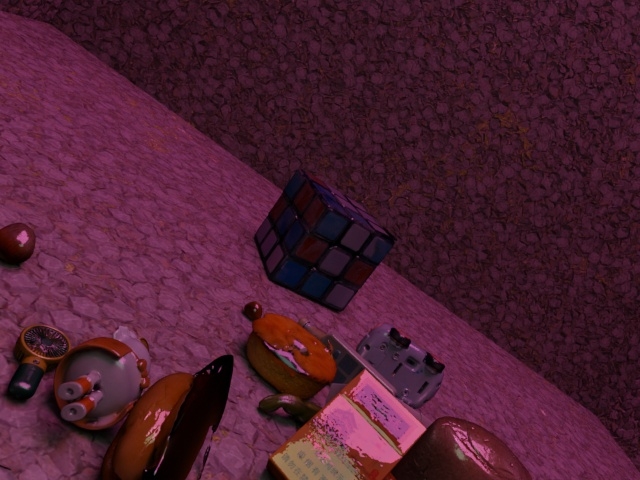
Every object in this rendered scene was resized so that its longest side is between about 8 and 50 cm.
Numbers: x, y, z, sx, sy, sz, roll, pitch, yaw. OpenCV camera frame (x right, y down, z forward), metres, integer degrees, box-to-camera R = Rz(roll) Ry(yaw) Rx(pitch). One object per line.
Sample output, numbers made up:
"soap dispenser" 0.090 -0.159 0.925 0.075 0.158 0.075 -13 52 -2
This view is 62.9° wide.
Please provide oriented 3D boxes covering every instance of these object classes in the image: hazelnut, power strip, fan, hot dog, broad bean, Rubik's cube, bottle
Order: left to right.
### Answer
"hazelnut" -0.606 0.004 1.041 0.086 0.086 0.086 34 14 -10
"fan" -0.461 0.197 0.844 0.082 0.039 0.155 32 16 -21
"hot dog" -0.246 0.304 0.829 0.107 0.193 0.326 10 7 8
"broad bean" -0.042 0.387 1.188 0.214 0.070 0.048 26 43 -31
"Rubik's cube" 0.000 0.000 1.970 0.364 0.358 0.362 25 20 -32
"bottle" 0.034 0.323 1.538 0.270 0.083 0.083 41 14 21
"power strip" 0.082 0.368 1.434 0.270 0.118 0.046 41 18 17

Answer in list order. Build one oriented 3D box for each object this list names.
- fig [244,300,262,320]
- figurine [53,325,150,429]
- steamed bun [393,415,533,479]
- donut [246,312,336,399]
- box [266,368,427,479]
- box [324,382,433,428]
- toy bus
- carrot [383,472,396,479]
"fig" -0.181 0.210 1.478 0.083 0.050 0.050 61 20 13
"figurine" -0.340 0.219 0.873 0.143 0.143 0.271 40 15 11
"steamed bun" 0.325 0.567 1.169 0.301 0.251 0.199 37 27 -9
"donut" -0.075 0.287 1.330 0.254 0.118 0.253 36 16 -12
"box" 0.053 0.405 1.023 0.274 0.076 0.174 -34 67 -32
"box" 0.148 0.426 1.276 0.155 0.067 0.243 -10 -41 46
"toy bus" 0.240 0.381 1.651 0.288 0.194 0.232 36 6 -3
"carrot" 0.145 0.521 1.073 0.335 0.069 0.069 58 17 7
